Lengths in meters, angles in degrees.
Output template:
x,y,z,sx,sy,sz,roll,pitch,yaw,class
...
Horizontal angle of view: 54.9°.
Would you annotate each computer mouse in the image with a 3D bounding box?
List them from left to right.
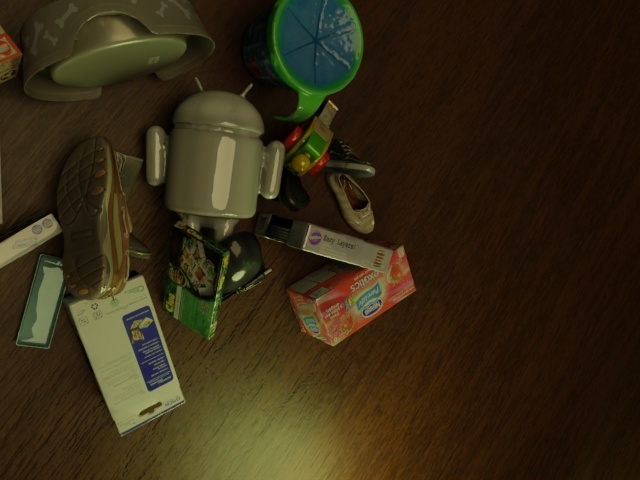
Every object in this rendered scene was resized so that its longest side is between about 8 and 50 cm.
x,y,z,sx,sy,sz,roll,pitch,yaw,class
-0.180,0.074,1.383,0.188,0.272,0.072,-32,71,-22,computer mouse

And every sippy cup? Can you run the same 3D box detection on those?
x,y,z,sx,sy,sz,roll,pitch,yaw,class
-0.060,-0.439,1.389,0.240,0.224,0.305,44,74,-31,sippy cup

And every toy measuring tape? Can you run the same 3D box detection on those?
x,y,z,sx,sy,sz,roll,pitch,yaw,class
-0.029,-0.238,1.471,0.121,0.121,0.330,61,24,-25,toy measuring tape

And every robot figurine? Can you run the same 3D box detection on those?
x,y,z,sx,sy,sz,roll,pitch,yaw,class
-0.230,-0.170,1.336,0.300,0.200,0.353,7,95,-11,robot figurine

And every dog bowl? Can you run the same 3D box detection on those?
x,y,z,sx,sy,sz,roll,pitch,yaw,class
-0.378,-0.361,1.135,0.349,0.349,0.102,-20,96,-29,dog bowl

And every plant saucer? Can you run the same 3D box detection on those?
x,y,z,sx,sy,sz,roll,pitch,yaw,class
-0.570,0.125,1.270,0.067,0.018,0.192,16,90,-35,plant saucer

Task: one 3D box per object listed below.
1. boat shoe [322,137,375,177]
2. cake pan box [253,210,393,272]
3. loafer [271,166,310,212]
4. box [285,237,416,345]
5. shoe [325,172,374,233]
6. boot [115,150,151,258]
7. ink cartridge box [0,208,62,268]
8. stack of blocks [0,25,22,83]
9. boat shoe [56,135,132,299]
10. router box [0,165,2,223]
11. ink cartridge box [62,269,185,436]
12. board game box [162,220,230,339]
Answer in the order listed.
x,y,z,sx,sy,sz,roll,pitch,yaw,class
0.064,-0.211,1.537,0.065,0.183,0.083,27,79,-52,boat shoe
0.000,0.000,1.488,0.267,0.246,0.070,17,88,-35,cake pan box
-0.082,-0.112,1.447,0.078,0.220,0.080,-40,112,11,loafer
0.082,0.127,1.621,0.300,0.154,0.142,-30,113,-27,box
0.087,-0.100,1.641,0.076,0.058,0.219,-45,119,-19,shoe
-0.421,-0.077,1.311,0.190,0.076,0.208,23,78,-36,boot
-0.606,0.014,1.179,0.207,0.097,0.046,-37,116,-24,ink cartridge box
-0.658,-0.373,0.997,0.171,0.087,0.297,-42,101,-33,stack of blocks
-0.436,-0.041,1.213,0.116,0.123,0.324,27,60,-69,boat shoe
-0.729,-0.193,1.073,0.301,0.082,0.335,-4,100,-33,router box
-0.425,0.247,1.352,0.165,0.065,0.332,-23,112,-30,ink cartridge box
-0.271,0.090,1.322,0.030,0.136,0.259,-46,160,-48,board game box
